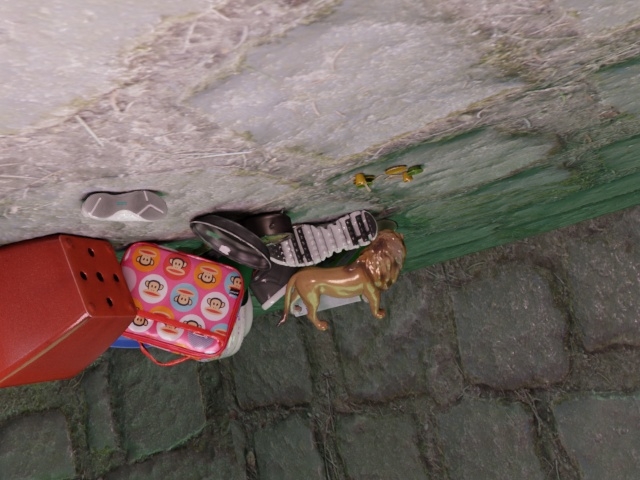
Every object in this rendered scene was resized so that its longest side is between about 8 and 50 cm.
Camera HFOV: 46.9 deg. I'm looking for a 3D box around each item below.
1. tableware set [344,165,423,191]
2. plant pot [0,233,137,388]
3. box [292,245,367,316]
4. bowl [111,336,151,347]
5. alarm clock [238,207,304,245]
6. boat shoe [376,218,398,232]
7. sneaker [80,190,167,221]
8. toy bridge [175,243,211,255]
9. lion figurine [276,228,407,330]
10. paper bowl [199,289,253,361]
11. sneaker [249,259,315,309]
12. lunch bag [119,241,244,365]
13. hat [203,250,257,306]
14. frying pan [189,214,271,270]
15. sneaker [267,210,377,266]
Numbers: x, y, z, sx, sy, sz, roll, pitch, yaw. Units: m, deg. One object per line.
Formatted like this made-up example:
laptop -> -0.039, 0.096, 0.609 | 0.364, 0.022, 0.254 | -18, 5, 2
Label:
tableware set -> 0.135, -0.130, 1.543 | 0.154, 0.024, 0.104 | -7, 169, -28
plant pot -> -0.543, 0.124, 1.516 | 0.236, 0.267, 0.267 | -28, 167, 15
box -> 0.041, 0.104, 2.266 | 0.231, 0.127, 0.262 | -18, -168, 26
bowl -> -0.613, 0.208, 2.027 | 0.391, 0.077, 0.391 | 5, 157, 2
alarm clock -> -0.144, -0.019, 1.710 | 0.192, 0.064, 0.129 | -22, 167, 35
boat shoe -> 0.171, -0.031, 2.103 | 0.043, 0.049, 0.137 | -8, 172, -45
sneaker -> -0.341, -0.058, 1.278 | 0.152, 0.054, 0.061 | 2, 173, -35
toy bridge -> -0.342, 0.033, 1.869 | 0.188, 0.026, 0.063 | -18, 171, 23
lion figurine -> 0.051, 0.111, 1.999 | 0.392, 0.142, 0.240 | -16, 130, -6
paper bowl -> -0.297, 0.193, 2.093 | 0.148, 0.284, 0.284 | -8, 170, -34
sneaker -> -0.104, 0.052, 2.113 | 0.296, 0.147, 0.104 | -43, -178, -30
lunch bag -> -0.337, 0.157, 1.692 | 0.293, 0.258, 0.120 | 16, 167, -3
hat -> -0.178, 0.043, 1.894 | 0.183, 0.208, 0.173 | -33, 124, 19
frying pan -> -0.192, 0.024, 1.647 | 0.197, 0.053, 0.326 | 26, 163, 6
sneaker -> 0.000, 0.000, 1.913 | 0.292, 0.110, 0.118 | -12, -179, -7
